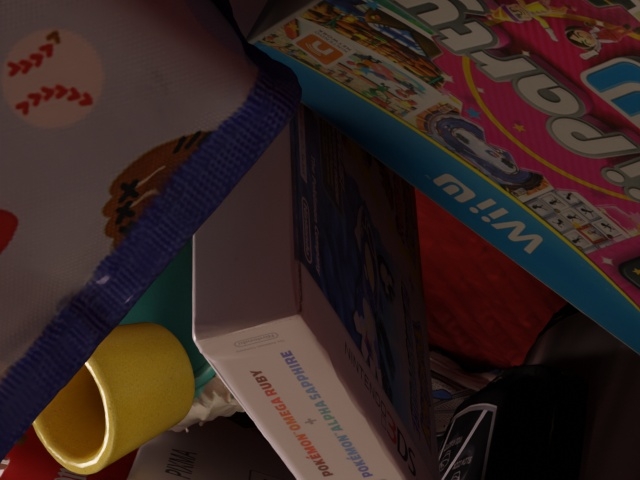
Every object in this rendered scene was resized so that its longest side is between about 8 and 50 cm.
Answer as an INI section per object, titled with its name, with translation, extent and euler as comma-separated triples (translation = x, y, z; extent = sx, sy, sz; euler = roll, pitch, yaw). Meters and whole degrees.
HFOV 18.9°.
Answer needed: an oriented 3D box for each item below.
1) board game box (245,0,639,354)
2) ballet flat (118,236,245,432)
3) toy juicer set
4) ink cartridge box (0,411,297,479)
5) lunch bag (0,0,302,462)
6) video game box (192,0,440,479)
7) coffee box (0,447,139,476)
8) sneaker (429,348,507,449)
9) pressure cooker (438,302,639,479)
[board game box]
translation = 0.143, -0.071, 0.620
extent = 0.224, 0.097, 0.303
euler = 35, 156, -17
[ballet flat]
translation = -0.131, 0.037, 1.115
extent = 0.409, 0.147, 0.147
euler = -1, 144, 48
[toy juicer set]
translation = -0.202, -0.015, 0.986
extent = 0.329, 0.089, 0.209
euler = 13, 112, 43
[ink cartridge box]
translation = -0.099, 0.133, 1.098
extent = 0.261, 0.066, 0.296
euler = 16, -174, -3
[lunch bag]
translation = -0.221, -0.114, 0.684
extent = 0.328, 0.239, 0.385
euler = 38, -169, -24
[video game box]
translation = 0.000, 0.000, 0.785
extent = 0.048, 0.205, 0.187
euler = -12, 143, 12
[coffee box]
translation = -0.138, 0.200, 1.448
extent = 0.246, 0.098, 0.141
euler = 4, 148, 42
[sneaker]
translation = 0.067, 0.097, 1.079
extent = 0.135, 0.058, 0.052
euler = 10, 151, 35
[pressure cooker]
translation = 0.193, 0.258, 0.828
extent = 0.375, 0.420, 0.370
euler = 4, 149, 42
